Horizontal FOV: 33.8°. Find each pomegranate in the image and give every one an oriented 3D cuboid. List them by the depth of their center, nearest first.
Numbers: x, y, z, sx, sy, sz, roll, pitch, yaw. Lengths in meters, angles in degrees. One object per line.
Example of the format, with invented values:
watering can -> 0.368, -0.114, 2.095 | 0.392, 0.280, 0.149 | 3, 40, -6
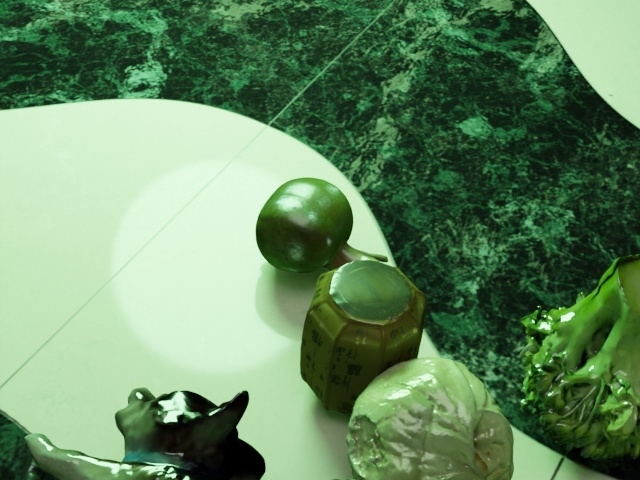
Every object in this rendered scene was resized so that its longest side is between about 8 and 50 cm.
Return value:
pomegranate -> 0.000, 0.000, 1.510 | 0.191, 0.131, 0.152 | 36, 45, -1

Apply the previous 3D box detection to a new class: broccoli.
broccoli -> 0.383, 0.131, 1.320 | 0.248, 0.245, 0.288 | 14, 51, -4

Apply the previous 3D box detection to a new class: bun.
bun -> 0.142, 0.246, 1.227 | 0.220, 0.134, 0.220 | 10, 71, -32

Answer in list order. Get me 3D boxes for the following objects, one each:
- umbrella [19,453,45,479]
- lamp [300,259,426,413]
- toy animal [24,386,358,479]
umbrella -> -0.345, 0.345, 1.195 | 0.071, 0.071, 0.248 | 4, 42, -1
lamp -> 0.053, 0.126, 1.340 | 0.161, 0.185, 0.161 | 3, 45, -3
toy animal -> -0.119, 0.284, 1.172 | 0.302, 0.194, 0.344 | -26, 50, -21
